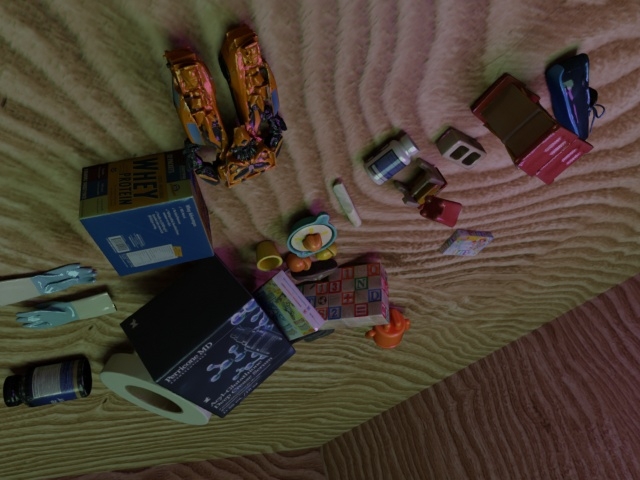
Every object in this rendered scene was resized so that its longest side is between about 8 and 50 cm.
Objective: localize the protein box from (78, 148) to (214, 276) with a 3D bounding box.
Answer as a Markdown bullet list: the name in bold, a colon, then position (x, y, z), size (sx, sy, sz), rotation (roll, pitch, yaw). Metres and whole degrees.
- **protein box**: position (-0.344, -0.053, 0.897), size (0.201, 0.135, 0.199), rotation (-13, 145, -8)

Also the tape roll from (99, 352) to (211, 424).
- **tape roll**: position (-0.539, 0.502, 1.464), size (0.393, 0.071, 0.391), rotation (13, 143, 10)

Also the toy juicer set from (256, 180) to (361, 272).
- **toy juicer set**: position (0.000, 0.000, 1.173), size (0.329, 0.089, 0.209), rotation (-37, 141, 24)

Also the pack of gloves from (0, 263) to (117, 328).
- **pack of gloves**: position (-0.665, 0.134, 1.106), size (0.232, 0.046, 0.194), rotation (-13, 134, -13)

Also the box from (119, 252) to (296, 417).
- **box**: position (-0.285, 0.274, 1.217), size (0.294, 0.212, 0.395), rotation (-41, 146, -12)

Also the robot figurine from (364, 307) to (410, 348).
- **robot figurine**: position (0.270, 0.356, 1.761), size (0.158, 0.128, 0.219), rotation (-45, 154, -26)

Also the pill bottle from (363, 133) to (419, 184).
- **pill bottle**: position (0.164, -0.188, 1.009), size (0.120, 0.067, 0.067), rotation (-36, 142, 24)

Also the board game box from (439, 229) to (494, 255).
- **board game box**: position (0.490, 0.009, 1.471), size (0.154, 0.026, 0.103), rotation (3, 141, -28)

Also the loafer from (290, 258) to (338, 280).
- **loafer**: position (-0.018, 0.098, 1.329), size (0.148, 0.056, 0.050), rotation (-9, 138, -14)

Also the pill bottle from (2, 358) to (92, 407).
- **pill bottle**: position (-0.844, 0.447, 1.367), size (0.220, 0.122, 0.122), rotation (-7, 144, -16)

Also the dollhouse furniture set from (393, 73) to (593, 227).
- **dollhouse furniture set**: position (0.378, -0.167, 1.021), size (0.152, 0.201, 0.374), rotation (13, 134, -38)

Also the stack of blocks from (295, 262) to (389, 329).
- **stack of blocks**: position (0.059, 0.181, 1.377), size (0.298, 0.171, 0.087), rotation (-10, 148, 20)

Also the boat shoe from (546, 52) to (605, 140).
- **boat shoe**: position (0.599, -0.314, 1.008), size (0.089, 0.109, 0.258), rotation (-34, 145, 16)

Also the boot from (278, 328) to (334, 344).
- **boot**: position (-0.071, 0.359, 1.652), size (0.247, 0.083, 0.161), rotation (-19, 151, 3)

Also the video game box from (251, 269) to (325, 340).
- **video game box**: position (-0.099, 0.192, 1.254), size (0.048, 0.187, 0.205), rotation (-43, -178, -32)

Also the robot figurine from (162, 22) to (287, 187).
- **robot figurine**: position (-0.157, -0.212, 0.781), size (0.211, 0.085, 0.290), rotation (-27, 144, -15)
